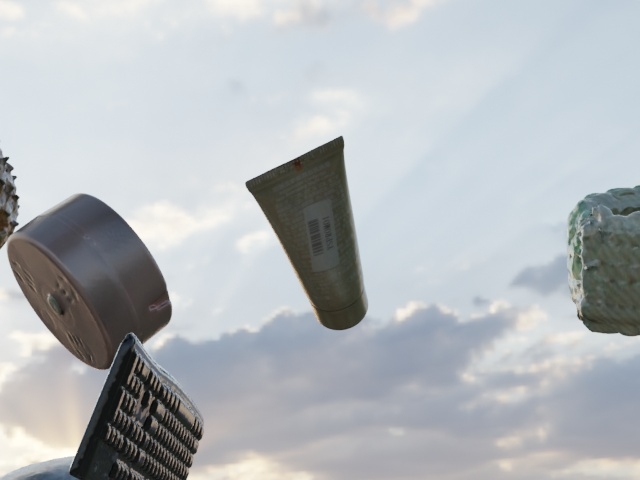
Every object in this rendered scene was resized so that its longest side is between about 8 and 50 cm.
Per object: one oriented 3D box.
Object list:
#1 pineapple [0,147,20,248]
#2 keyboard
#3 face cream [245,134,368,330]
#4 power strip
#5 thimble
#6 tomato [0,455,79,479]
[{"bbox_3d":[-0.442,-0.106,1.282,0.157,0.158,0.279,-3,-46,-1],"label":"pineapple"},{"bbox_3d":[-0.123,0.161,0.836,0.041,0.103,0.381,19,-17,3],"label":"keyboard"},{"bbox_3d":[0.000,0.000,1.512,0.137,0.084,0.341,-26,-38,-6],"label":"face cream"},{"bbox_3d":[-0.211,0.037,1.001,0.078,0.154,0.154,-39,0,-30],"label":"power strip"},{"bbox_3d":[0.390,0.022,1.272,0.219,0.150,0.219,-4,12,1],"label":"thimble"},{"bbox_3d":[-0.243,0.371,1.114,0.316,0.317,0.283,2,-38,-14],"label":"tomato"}]
